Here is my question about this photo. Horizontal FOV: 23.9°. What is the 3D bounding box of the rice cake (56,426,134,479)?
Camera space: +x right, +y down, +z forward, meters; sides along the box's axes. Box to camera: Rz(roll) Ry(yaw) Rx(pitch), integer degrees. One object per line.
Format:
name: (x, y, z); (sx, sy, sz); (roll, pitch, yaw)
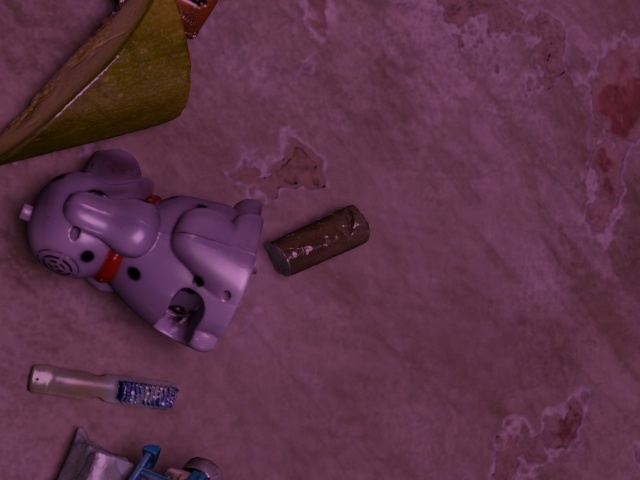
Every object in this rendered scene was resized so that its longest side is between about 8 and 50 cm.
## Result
rice cake: (-0.273, 0.318, 1.687); (0.069, 0.063, 0.206); (37, 69, -42)

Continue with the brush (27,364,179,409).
brush: (-0.245, 0.170, 1.728); (0.178, 0.030, 0.033); (11, 94, -28)

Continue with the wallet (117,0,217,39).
wallet: (-0.163, -0.345, 1.737); (0.161, 0.042, 0.195); (27, 99, -26)

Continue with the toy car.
toy car: (-0.181, 0.319, 1.717); (0.098, 0.161, 0.126); (23, 45, 11)

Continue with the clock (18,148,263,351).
clock: (-0.210, 0.001, 1.688); (0.254, 0.189, 0.189); (24, 77, -10)

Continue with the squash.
squash: (-0.270, -0.177, 1.663); (0.252, 0.093, 0.169); (-18, 115, -28)

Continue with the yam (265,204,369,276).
yam: (0.000, 0.000, 1.849); (0.132, 0.054, 0.054); (-24, 100, -26)
